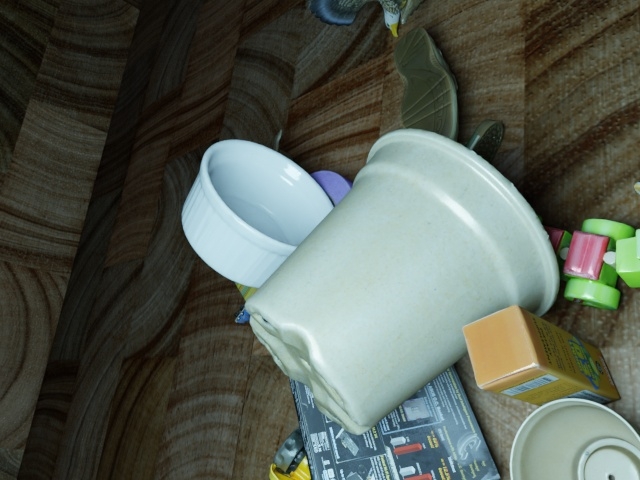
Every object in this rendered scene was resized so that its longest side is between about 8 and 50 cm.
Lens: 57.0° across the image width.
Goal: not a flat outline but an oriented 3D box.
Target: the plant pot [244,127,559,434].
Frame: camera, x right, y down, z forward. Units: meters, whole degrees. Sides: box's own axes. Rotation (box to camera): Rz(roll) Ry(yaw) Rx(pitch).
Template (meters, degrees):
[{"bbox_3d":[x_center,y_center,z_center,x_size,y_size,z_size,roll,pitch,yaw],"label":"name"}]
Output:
[{"bbox_3d":[0.082,0.074,0.791,0.305,0.333,0.334,-40,34,-19],"label":"plant pot"}]

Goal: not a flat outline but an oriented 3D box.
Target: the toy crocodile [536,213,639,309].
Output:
[{"bbox_3d":[0.312,0.016,0.820,0.341,0.105,0.115,11,81,52],"label":"toy crocodile"}]

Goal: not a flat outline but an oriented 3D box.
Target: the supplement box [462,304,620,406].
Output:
[{"bbox_3d":[0.268,0.149,0.705,0.080,0.233,0.078,-32,51,31],"label":"supplement box"}]

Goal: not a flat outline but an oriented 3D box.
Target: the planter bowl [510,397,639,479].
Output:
[{"bbox_3d":[0.320,0.273,0.684,0.162,0.109,0.162,-24,55,40],"label":"planter bowl"}]

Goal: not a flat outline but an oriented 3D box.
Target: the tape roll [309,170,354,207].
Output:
[{"bbox_3d":[0.000,0.000,1.208,0.275,0.090,0.274,-24,57,41],"label":"tape roll"}]

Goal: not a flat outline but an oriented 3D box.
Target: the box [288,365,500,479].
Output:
[{"bbox_3d":[0.086,0.240,0.877,0.076,0.243,0.307,95,162,-49],"label":"box"}]

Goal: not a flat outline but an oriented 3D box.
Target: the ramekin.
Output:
[{"bbox_3d":[-0.117,-0.043,1.084,0.135,0.277,0.277,-51,41,31],"label":"ramekin"}]

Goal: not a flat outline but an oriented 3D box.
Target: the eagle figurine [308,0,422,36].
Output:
[{"bbox_3d":[0.125,-0.541,1.248,0.298,0.226,0.225,43,126,45],"label":"eagle figurine"}]

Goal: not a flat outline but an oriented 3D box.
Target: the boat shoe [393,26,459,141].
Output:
[{"bbox_3d":[0.208,-0.263,1.082,0.109,0.098,0.302,-32,47,31],"label":"boat shoe"}]

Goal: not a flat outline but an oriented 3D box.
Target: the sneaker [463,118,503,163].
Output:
[{"bbox_3d":[0.231,-0.125,1.014,0.086,0.064,0.192,34,102,46],"label":"sneaker"}]

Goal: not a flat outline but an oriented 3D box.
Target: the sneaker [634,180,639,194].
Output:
[{"bbox_3d":[0.453,-0.068,0.762,0.083,0.032,0.037,22,76,47],"label":"sneaker"}]

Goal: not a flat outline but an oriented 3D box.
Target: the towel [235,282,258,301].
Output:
[{"bbox_3d":[-0.120,0.130,1.313,0.102,0.021,0.237,-55,50,22],"label":"towel"}]

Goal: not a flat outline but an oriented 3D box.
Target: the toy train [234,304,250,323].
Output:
[{"bbox_3d":[-0.150,0.138,1.369,0.158,0.027,0.036,-52,52,19],"label":"toy train"}]

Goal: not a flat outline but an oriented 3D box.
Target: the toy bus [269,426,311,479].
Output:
[{"bbox_3d":[0.016,0.379,0.957,0.149,0.220,0.211,34,135,18],"label":"toy bus"}]

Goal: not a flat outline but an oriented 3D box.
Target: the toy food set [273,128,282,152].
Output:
[{"bbox_3d":[-0.138,-0.159,1.394,0.192,0.039,0.132,-44,28,35],"label":"toy food set"}]

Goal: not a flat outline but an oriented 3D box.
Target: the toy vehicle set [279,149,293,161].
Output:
[{"bbox_3d":[-0.117,-0.106,1.349,0.166,0.035,0.267,-57,14,14],"label":"toy vehicle set"}]
